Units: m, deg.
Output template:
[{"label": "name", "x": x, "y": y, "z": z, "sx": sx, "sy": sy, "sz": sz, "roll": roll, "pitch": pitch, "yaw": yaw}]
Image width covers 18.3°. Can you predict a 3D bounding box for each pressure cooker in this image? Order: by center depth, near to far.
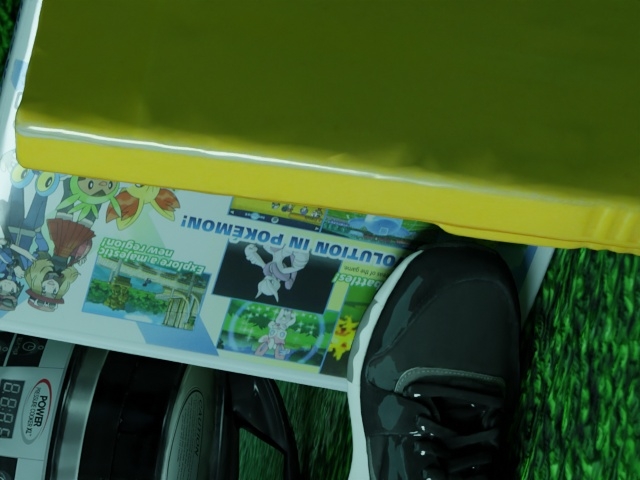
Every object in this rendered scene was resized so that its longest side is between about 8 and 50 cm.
[{"label": "pressure cooker", "x": -0.226, "y": 0.230, "z": 1.672, "sx": 0.375, "sy": 0.420, "sz": 0.370, "roll": -56, "pitch": -31, "yaw": -73}]

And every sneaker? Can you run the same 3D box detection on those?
[{"label": "sneaker", "x": 0.072, "y": 0.145, "z": 1.103, "sx": 0.124, "sy": 0.107, "sz": 0.283, "roll": -141, "pitch": 61, "yaw": -63}]

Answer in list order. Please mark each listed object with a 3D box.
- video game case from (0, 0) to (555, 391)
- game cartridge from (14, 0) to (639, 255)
[{"label": "video game case", "x": -0.013, "y": -0.057, "z": 1.095, "sx": 0.036, "sy": 0.329, "sz": 0.300, "roll": -105, "pitch": 30, "yaw": -59}, {"label": "game cartridge", "x": 0.042, "y": -0.134, "z": 0.927, "sx": 0.052, "sy": 0.324, "sz": 0.285, "roll": 103, "pitch": 176, "yaw": -59}]
